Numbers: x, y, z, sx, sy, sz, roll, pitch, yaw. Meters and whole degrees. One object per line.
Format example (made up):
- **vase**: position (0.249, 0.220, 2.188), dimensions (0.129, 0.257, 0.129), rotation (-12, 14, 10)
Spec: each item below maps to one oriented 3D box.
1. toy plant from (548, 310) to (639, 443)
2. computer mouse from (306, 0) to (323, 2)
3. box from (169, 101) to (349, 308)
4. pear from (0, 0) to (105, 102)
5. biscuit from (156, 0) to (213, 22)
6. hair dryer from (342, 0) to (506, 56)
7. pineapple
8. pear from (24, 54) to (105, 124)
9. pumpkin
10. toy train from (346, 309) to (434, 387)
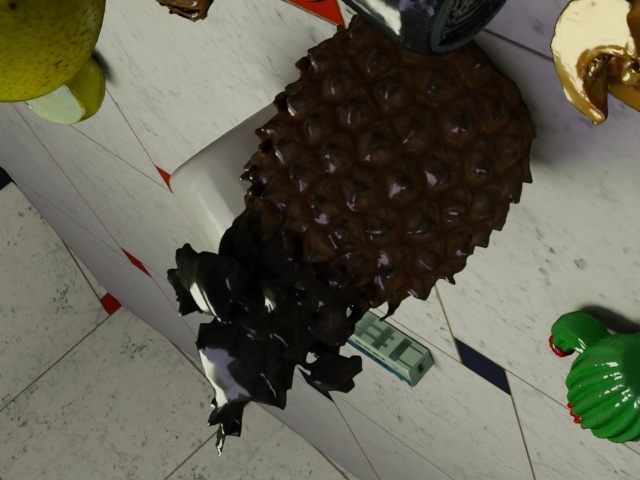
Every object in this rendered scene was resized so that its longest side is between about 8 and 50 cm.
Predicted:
- **toy plant**: position (0.279, 0.137, 1.082), dimensions (0.154, 0.088, 0.240), rotation (58, 172, -11)
- **computer mouse**: position (-0.046, -0.240, 0.777), dimensions (0.233, 0.096, 0.137), rotation (42, -169, 2)
- **box**: position (-0.013, -0.037, 1.116), dimensions (0.291, 0.262, 0.206), rotation (-32, 96, 35)
- **pear**: position (-0.363, -0.283, 1.183), dimensions (0.294, 0.294, 0.294), rotation (39, 164, 13)
- **biscuit**: position (-0.195, -0.309, 0.905), dimensions (0.318, 0.040, 0.318), rotation (49, 175, 6)
- **hair dryer**: position (0.002, -0.218, 0.499), dimensions (0.189, 0.107, 0.352), rotation (43, 177, 17)
- **pineapple**: position (-0.001, -0.001, 0.882), dimensions (0.223, 0.357, 0.223), rotation (36, 165, 11)
- **pear**: position (-0.375, -0.242, 1.617), dimensions (0.141, 0.104, 0.141), rotation (16, 148, 10)
- **pumpkin**: position (0.222, -0.086, 0.581), dimensions (0.183, 0.108, 0.119), rotation (42, 163, 24)
- **toy train**: position (0.061, 0.132, 1.644), dimensions (0.234, 0.052, 0.051), rotation (32, 159, 34)
